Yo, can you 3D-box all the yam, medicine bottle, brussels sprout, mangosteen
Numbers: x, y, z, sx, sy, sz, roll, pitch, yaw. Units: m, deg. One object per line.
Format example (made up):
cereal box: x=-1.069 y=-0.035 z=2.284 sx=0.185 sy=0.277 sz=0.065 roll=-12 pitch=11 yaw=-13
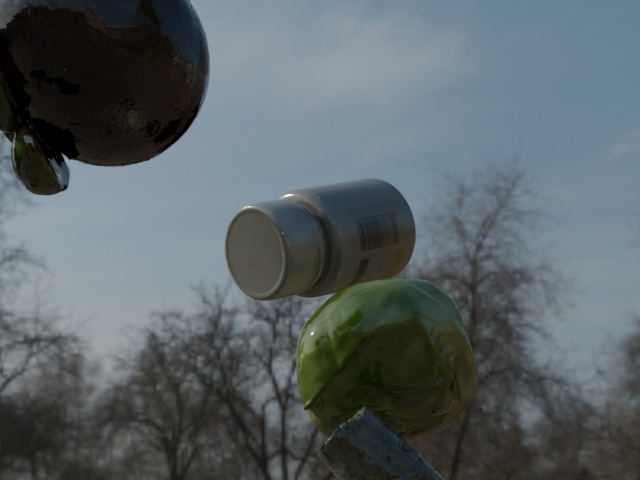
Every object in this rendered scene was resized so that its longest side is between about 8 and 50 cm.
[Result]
yam: x=0.099 y=0.338 z=1.523 sx=0.194 sy=0.107 sz=0.107 roll=41 pitch=-9 yaw=14
medicine bottle: x=0.000 y=0.000 z=2.011 sx=0.340 sy=0.208 sz=0.208 roll=-12 pitch=-3 yaw=-44
brussels sprout: x=0.102 y=0.210 z=1.785 sx=0.328 sy=0.247 sz=0.328 roll=-6 pitch=-42 yaw=-5
mangosteen: x=-0.300 y=-0.234 z=1.354 sx=0.330 sy=0.330 sz=0.330 roll=0 pitch=-16 yaw=0
